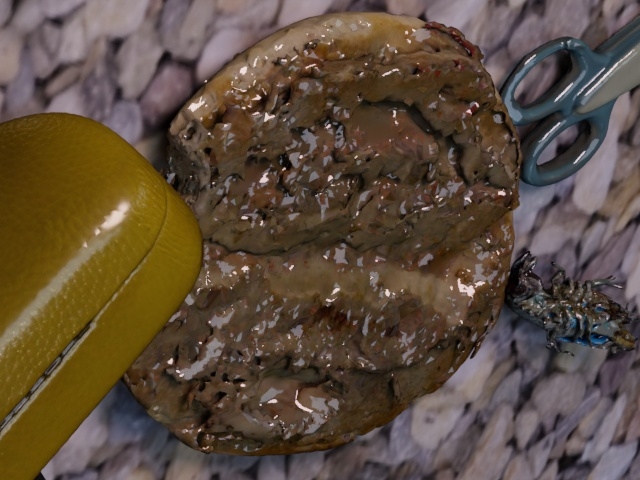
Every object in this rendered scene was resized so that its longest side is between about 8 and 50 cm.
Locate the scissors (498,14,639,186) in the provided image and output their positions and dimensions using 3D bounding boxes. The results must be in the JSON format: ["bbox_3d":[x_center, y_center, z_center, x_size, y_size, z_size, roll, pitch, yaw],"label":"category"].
[{"bbox_3d":[0.266,-0.158,1.441,0.289,0.041,0.138,-35,134,-10],"label":"scissors"}]

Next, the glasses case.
[{"bbox_3d":[-0.248,0.075,1.095,0.371,0.173,0.141,-49,135,-6],"label":"glasses case"}]

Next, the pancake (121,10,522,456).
[{"bbox_3d":[0.001,0.001,1.314,0.382,0.071,0.382,-18,126,-27],"label":"pancake"}]

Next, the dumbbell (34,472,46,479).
[{"bbox_3d":[-0.237,0.167,1.233,0.147,0.069,0.069,-37,133,-15],"label":"dumbbell"}]

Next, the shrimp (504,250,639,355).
[{"bbox_3d":[0.212,0.052,1.528,0.174,0.076,0.082,25,59,-39],"label":"shrimp"}]
